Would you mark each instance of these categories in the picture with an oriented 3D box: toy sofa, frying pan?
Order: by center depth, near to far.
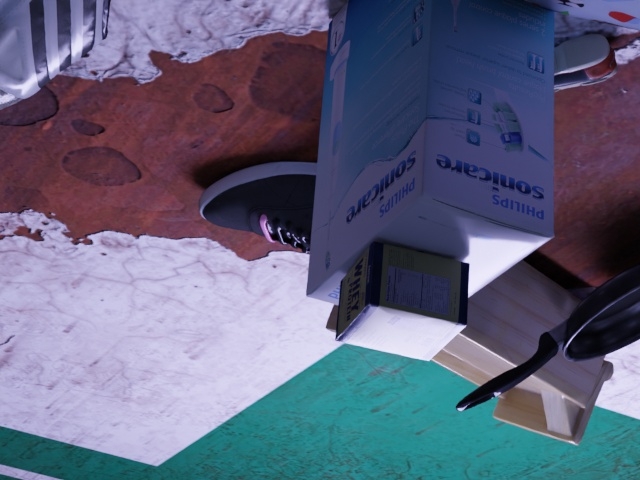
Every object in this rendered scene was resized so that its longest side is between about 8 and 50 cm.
[{"bbox_3d":[0.315,0.113,1.797,0.326,0.053,0.197,-32,156,11],"label":"frying pan"},{"bbox_3d":[0.196,0.102,1.854,0.362,0.177,0.150,30,168,-38],"label":"toy sofa"}]

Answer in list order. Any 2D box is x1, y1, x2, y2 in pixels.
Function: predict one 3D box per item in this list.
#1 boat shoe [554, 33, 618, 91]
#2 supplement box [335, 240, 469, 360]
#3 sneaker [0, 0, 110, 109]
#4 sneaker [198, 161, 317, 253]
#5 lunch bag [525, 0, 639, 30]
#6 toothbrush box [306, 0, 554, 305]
[{"bbox_3d":[0.213,-0.160,1.440,0.137,0.049,0.043,-12,150,20],"label":"boat shoe"},{"bbox_3d":[0.065,0.050,1.220,0.083,0.056,0.083,13,151,-14],"label":"supplement box"},{"bbox_3d":[-0.319,-0.307,1.199,0.257,0.169,0.447,-32,126,0],"label":"sneaker"},{"bbox_3d":[0.000,0.000,1.666,0.296,0.147,0.104,0,153,13],"label":"sneaker"},{"bbox_3d":[0.224,-0.233,1.108,0.243,0.115,0.303,18,177,-34],"label":"lunch bag"},{"bbox_3d":[0.094,-0.104,1.302,0.126,0.295,0.216,17,149,-20],"label":"toothbrush box"}]
